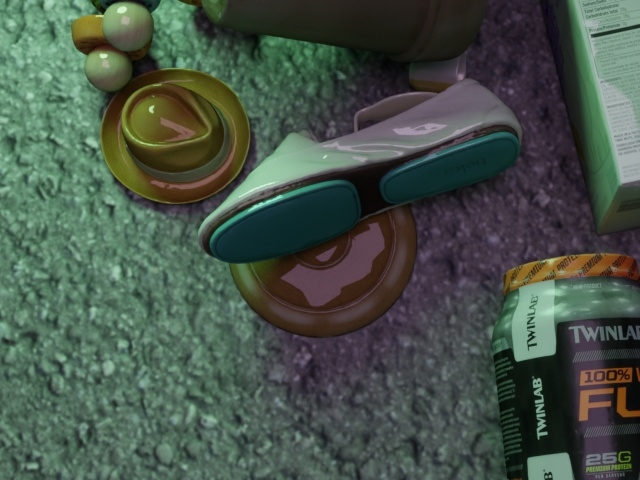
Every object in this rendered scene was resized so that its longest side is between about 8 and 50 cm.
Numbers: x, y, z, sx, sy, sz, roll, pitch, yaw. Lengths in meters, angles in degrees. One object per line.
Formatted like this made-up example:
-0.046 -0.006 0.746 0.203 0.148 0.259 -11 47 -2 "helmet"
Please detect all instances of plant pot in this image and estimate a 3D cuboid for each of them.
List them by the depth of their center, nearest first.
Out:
0.005 -0.354 1.433 0.280 0.323 0.323 -8 76 -16 "plant pot"
0.000 0.000 1.537 0.236 0.032 0.236 -1 77 5 "plant pot"

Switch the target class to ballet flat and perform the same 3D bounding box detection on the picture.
0.038 -0.089 1.485 0.400 0.139 0.139 -20 76 -4 "ballet flat"

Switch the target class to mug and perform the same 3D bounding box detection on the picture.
0.143 -0.201 1.557 0.064 0.062 0.078 6 71 15 "mug"

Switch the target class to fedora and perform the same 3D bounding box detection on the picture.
-0.185 -0.140 1.561 0.194 0.079 0.194 -1 77 4 "fedora"

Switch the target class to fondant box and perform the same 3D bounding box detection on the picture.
0.336 -0.194 1.445 0.096 0.238 0.330 -11 76 4 "fondant box"

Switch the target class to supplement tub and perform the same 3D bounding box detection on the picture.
0.293 0.183 1.385 0.194 0.193 0.316 -6 77 4 "supplement tub"

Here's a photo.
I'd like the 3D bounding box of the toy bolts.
-0.202 -0.277 1.525 0.218 0.228 0.158 2 77 -2 "toy bolts"
